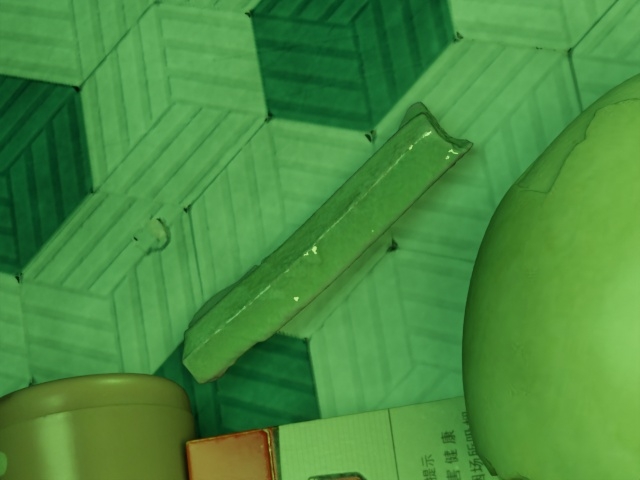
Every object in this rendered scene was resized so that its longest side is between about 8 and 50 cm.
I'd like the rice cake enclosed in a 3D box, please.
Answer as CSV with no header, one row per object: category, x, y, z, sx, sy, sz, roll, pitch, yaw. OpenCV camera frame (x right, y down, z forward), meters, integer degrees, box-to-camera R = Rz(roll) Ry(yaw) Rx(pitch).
rice cake,0.000,0.002,1.568,0.290,0.051,0.081,-43,29,10

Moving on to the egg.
egg,0.238,0.040,1.300,0.278,0.278,0.336,14,82,29

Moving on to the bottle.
bottle,-0.176,0.260,1.498,0.173,0.206,0.297,-17,71,25

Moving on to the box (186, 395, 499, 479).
box,0.027,0.197,1.467,0.245,0.035,0.139,-8,73,5
